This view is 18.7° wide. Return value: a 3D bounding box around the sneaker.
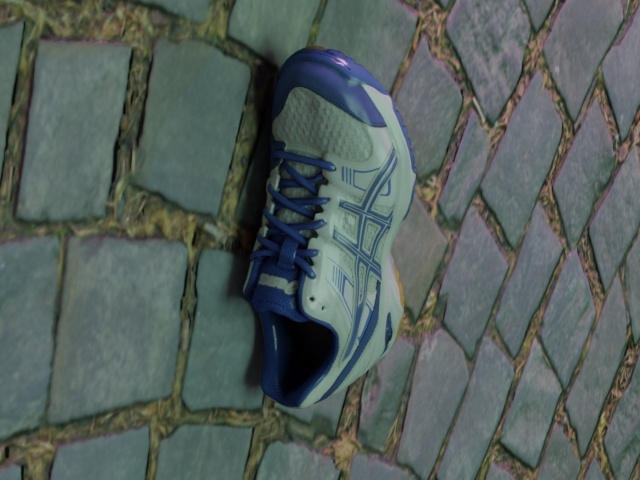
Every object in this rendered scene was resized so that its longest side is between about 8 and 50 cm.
[{"bbox_3d":[0.000,0.000,1.506,0.131,0.112,0.296,-41,134,-45],"label":"sneaker"}]
